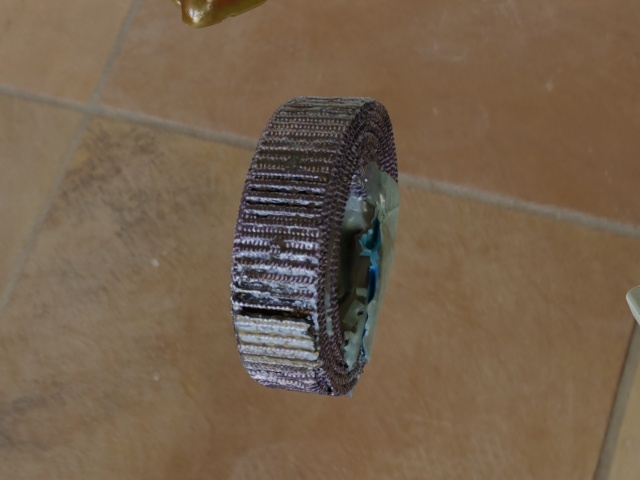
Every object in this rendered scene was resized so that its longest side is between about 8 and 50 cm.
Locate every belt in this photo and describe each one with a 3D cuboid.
[{"bbox_3d":[0.000,0.000,1.155,0.122,0.260,0.324,2,57,18],"label":"belt"}]

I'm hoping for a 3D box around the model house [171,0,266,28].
[{"bbox_3d":[-0.054,-0.269,0.707,0.220,0.229,0.199,-7,22,42],"label":"model house"}]

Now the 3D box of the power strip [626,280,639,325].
[{"bbox_3d":[0.481,0.142,1.425,0.098,0.058,0.338,-29,36,10],"label":"power strip"}]
